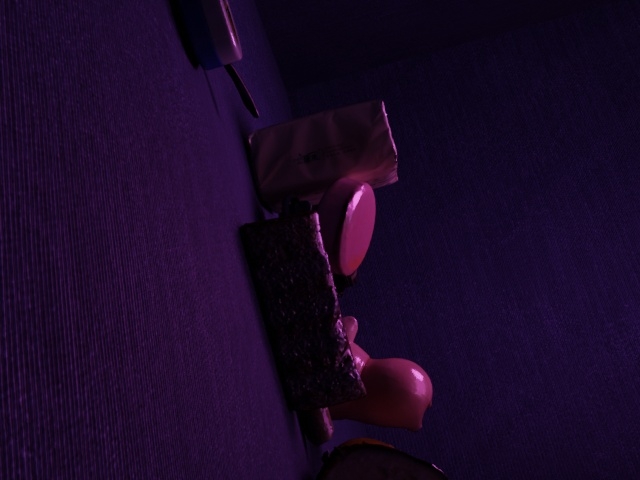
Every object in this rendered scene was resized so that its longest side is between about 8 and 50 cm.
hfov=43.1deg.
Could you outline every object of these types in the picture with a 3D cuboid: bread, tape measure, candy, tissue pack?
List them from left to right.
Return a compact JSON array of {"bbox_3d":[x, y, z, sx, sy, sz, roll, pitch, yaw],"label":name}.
[{"bbox_3d":[-0.207,-0.388,1.647,0.215,0.098,0.351,-101,172,-69],"label":"tape measure"},{"bbox_3d":[-0.034,0.147,1.695,0.113,0.165,0.416,-121,-165,-83],"label":"bread"},{"bbox_3d":[0.014,-0.220,2.189,0.297,0.381,0.207,57,19,-83],"label":"tissue pack"},{"bbox_3d":[0.059,-0.038,2.016,0.255,0.094,0.255,14,90,-69],"label":"candy"}]

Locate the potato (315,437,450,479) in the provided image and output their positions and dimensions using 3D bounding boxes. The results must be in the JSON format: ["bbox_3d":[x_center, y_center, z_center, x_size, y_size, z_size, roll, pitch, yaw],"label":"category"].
[{"bbox_3d":[0.149,0.582,1.653,0.397,0.290,0.296,47,-8,16],"label":"potato"}]

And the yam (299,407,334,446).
[{"bbox_3d":[-0.014,0.381,1.805,0.070,0.070,0.146,33,41,-85],"label":"yam"}]

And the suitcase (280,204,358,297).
[{"bbox_3d":[0.000,0.000,2.615,0.434,0.194,0.283,67,9,-60],"label":"suitcase"}]

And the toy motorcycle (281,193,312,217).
[{"bbox_3d":[-0.050,0.034,2.050,0.198,0.109,0.296,18,70,-66],"label":"toy motorcycle"}]

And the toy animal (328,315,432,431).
[{"bbox_3d":[0.104,0.351,1.962,0.269,0.326,0.237,56,44,-28],"label":"toy animal"}]
